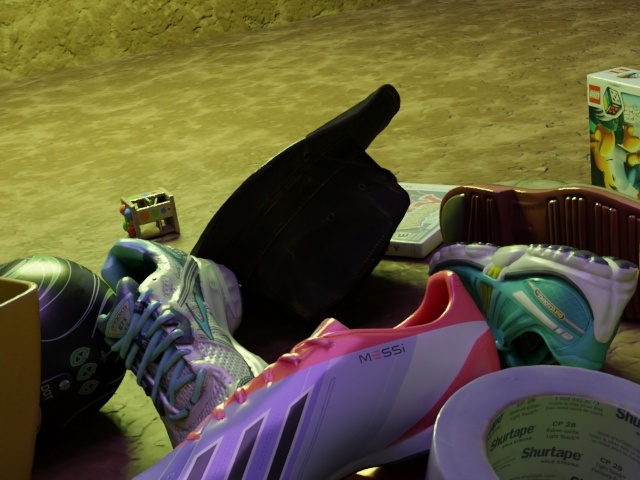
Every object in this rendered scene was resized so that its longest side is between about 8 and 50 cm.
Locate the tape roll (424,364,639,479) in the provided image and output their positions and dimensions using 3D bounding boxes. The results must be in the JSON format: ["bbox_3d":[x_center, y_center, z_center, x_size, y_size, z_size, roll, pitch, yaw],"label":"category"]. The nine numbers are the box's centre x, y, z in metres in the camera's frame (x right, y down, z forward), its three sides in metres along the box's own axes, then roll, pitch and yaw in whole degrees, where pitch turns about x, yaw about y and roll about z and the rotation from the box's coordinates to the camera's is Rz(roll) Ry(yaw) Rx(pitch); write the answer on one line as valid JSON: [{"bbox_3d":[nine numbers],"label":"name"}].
[{"bbox_3d":[0.158,0.164,0.706,0.189,0.080,0.189,5,30,-3],"label":"tape roll"}]

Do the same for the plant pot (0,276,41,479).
[{"bbox_3d":[-0.337,0.145,0.853,0.212,0.187,0.212,7,26,34],"label":"plant pot"}]

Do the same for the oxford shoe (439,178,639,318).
[{"bbox_3d":[0.278,-0.012,1.149,0.130,0.122,0.348,-15,22,-34],"label":"oxford shoe"}]

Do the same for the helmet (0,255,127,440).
[{"bbox_3d":[-0.251,0.091,1.012,0.170,0.169,0.161,4,28,29],"label":"helmet"}]

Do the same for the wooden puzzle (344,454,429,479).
[{"bbox_3d":[0.095,0.157,0.867,0.239,0.044,0.221,9,26,38],"label":"wooden puzzle"}]

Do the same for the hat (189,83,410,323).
[{"bbox_3d":[0.000,0.000,1.170,0.331,0.134,0.331,-43,-8,-7],"label":"hat"}]

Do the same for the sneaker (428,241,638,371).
[{"bbox_3d":[0.169,0.061,1.008,0.107,0.109,0.275,15,-5,-19],"label":"sneaker"}]

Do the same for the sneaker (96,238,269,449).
[{"bbox_3d":[-0.123,0.095,0.920,0.122,0.110,0.283,30,16,-31],"label":"sneaker"}]

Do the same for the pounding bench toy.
[{"bbox_3d":[-0.232,-0.037,1.496,0.065,0.052,0.083,-16,22,-21],"label":"pounding bench toy"}]

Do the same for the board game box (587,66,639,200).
[{"bbox_3d":[0.375,-0.052,1.113,0.053,0.192,0.305,-15,21,-20],"label":"board game box"}]

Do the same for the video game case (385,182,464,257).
[{"bbox_3d":[0.087,-0.031,1.404,0.184,0.023,0.201,5,24,31],"label":"video game case"}]

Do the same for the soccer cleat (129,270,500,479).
[{"bbox_3d":[-0.016,0.119,0.774,0.318,0.116,0.109,-19,3,-24],"label":"soccer cleat"}]
